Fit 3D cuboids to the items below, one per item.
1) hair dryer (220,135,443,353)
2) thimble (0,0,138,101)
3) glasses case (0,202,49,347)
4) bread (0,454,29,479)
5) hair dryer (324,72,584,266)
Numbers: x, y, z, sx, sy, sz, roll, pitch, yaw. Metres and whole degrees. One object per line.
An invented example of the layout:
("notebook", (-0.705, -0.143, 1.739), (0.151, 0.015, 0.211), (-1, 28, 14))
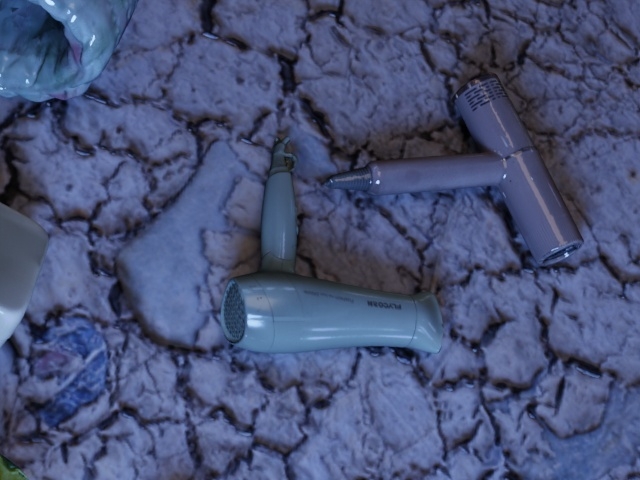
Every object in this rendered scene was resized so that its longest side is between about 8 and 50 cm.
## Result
("hair dryer", (0.000, 0.000, 1.737), (0.206, 0.075, 0.237), (2, 56, -23))
("thimble", (-0.271, -0.236, 1.694), (0.211, 0.185, 0.149), (18, 60, 3))
("glasses case", (-0.388, -0.022, 1.565), (0.313, 0.070, 0.131), (29, 35, -14))
("bread", (-0.344, 0.265, 1.443), (0.301, 0.045, 0.301), (-6, 43, 6))
("hair dryer", (0.122, -0.047, 1.778), (0.220, 0.053, 0.195), (-17, 71, -28))
